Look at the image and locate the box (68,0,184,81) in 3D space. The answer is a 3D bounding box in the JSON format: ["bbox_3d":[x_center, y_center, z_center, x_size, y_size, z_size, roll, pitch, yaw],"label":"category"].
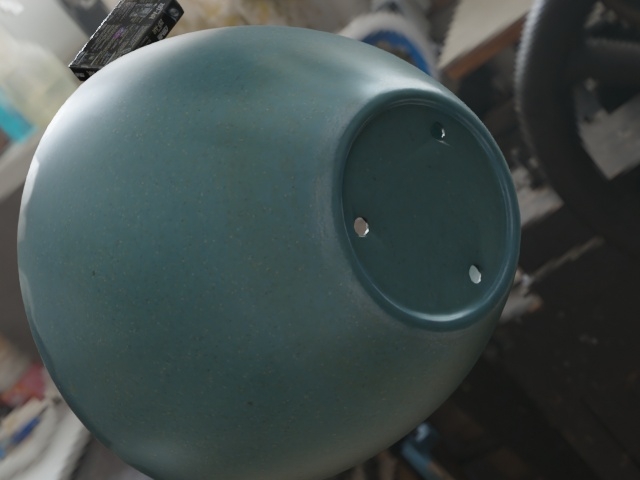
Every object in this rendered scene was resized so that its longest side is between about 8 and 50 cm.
[{"bbox_3d":[-0.159,-0.165,1.201,0.067,0.018,0.083,8,56,42],"label":"box"}]

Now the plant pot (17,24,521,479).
[{"bbox_3d":[0.000,0.000,0.849,0.195,0.290,0.290,-15,33,52],"label":"plant pot"}]
